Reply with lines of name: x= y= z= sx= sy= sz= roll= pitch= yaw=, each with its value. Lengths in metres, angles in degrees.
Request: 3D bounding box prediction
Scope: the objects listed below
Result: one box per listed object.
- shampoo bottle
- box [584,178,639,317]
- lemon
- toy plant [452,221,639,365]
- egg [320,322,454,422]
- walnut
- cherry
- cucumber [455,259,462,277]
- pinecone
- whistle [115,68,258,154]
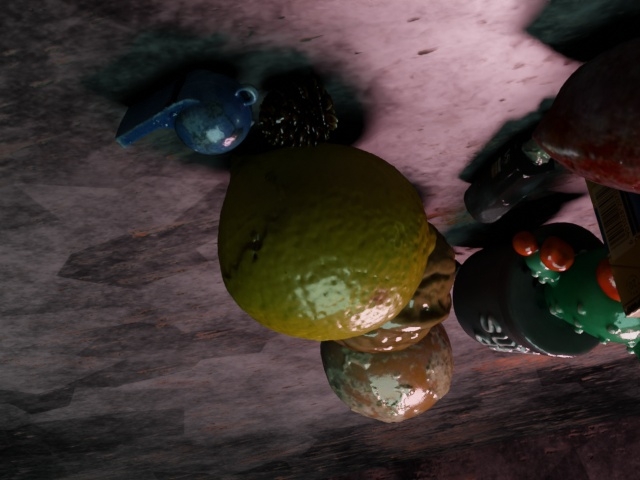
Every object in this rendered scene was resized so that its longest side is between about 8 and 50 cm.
shampoo bottle: x=0.247 y=-0.087 z=1.516 sx=0.063 sy=0.057 sz=0.208 roll=1 pitch=157 yaw=-21
box: x=0.410 y=-0.025 z=1.483 sx=0.152 sy=0.237 sz=0.070 roll=3 pitch=154 yaw=-28
lemon: x=0.009 y=0.001 z=1.409 sx=0.253 sy=0.228 sz=0.228 roll=9 pitch=157 yaw=-3
toy plant: x=0.345 y=0.076 z=1.664 sx=0.185 sy=0.279 sz=0.400 roll=-34 pitch=-171 yaw=-23
egg: x=0.103 y=0.181 z=1.949 sx=0.203 sy=0.203 sz=0.245 roll=-21 pitch=145 yaw=28
walnut: x=0.083 y=0.053 z=1.638 sx=0.213 sy=0.213 sz=0.213 roll=-7 pitch=159 yaw=-3
cherry: x=0.346 y=-0.126 z=1.291 sx=0.249 sy=0.192 sz=0.175 roll=-7 pitch=124 yaw=14
cucumber: x=0.116 y=0.042 z=1.795 sx=0.250 sy=0.056 sz=0.056 roll=3 pitch=156 yaw=-25
pinecone: x=-0.024 y=-0.128 z=1.281 sx=0.083 sy=0.077 sz=0.077 roll=-30 pitch=162 yaw=-14
whistle: x=-0.124 y=-0.122 z=1.252 sx=0.158 sy=0.090 sz=0.090 roll=-24 pitch=154 yaw=34
